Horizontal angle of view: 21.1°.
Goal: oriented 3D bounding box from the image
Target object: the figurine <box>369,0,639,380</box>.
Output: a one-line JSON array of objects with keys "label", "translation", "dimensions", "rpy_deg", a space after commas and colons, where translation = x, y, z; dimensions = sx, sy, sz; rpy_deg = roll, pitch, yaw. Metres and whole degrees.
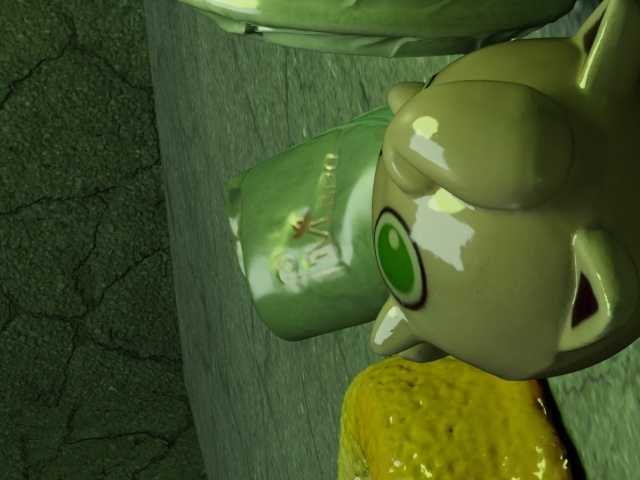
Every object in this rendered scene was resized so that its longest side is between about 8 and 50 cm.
[{"label": "figurine", "translation": [0.071, -0.013, 0.603], "dimensions": [0.138, 0.125, 0.125], "rpy_deg": [142, 119, -67]}]

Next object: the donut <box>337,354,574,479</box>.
[{"label": "donut", "translation": [0.069, 0.122, 0.883], "dimensions": [0.259, 0.101, 0.152], "rpy_deg": [-116, 24, -74]}]

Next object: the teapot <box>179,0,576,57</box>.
[{"label": "teapot", "translation": [0.040, -0.174, 0.663], "dimensions": [0.163, 0.221, 0.178], "rpy_deg": [19, 115, 35]}]

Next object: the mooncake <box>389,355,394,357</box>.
[{"label": "mooncake", "translation": [0.039, -0.060, 0.963], "dimensions": [0.347, 0.057, 0.150], "rpy_deg": [93, 153, -42]}]

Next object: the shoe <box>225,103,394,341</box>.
[{"label": "shoe", "translation": [0.000, 0.000, 0.921], "dimensions": [0.251, 0.100, 0.103], "rpy_deg": [-15, 103, 62]}]
